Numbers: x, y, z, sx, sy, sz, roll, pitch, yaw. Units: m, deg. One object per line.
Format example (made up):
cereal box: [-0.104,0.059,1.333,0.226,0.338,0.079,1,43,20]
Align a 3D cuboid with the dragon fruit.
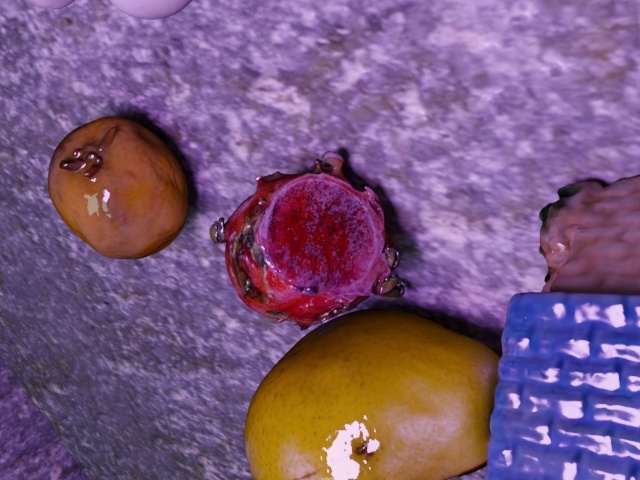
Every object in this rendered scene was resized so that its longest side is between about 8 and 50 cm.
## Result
dragon fruit: [0.000,0.000,1.148,0.282,0.211,0.147,18,150,-8]

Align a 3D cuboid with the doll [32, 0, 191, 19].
doll: [-0.240,-0.340,1.018,0.251,0.221,0.221,-27,107,24]

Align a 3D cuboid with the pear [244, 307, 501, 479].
pear: [0.055,0.202,1.176,0.386,0.340,0.191,-20,100,29]

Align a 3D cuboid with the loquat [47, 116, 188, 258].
loquat: [-0.310,-0.080,1.358,0.238,0.193,0.238,46,166,15]

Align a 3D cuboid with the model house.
model house: [0.370,0.210,0.830,0.395,0.400,0.446,-1,125,40]
